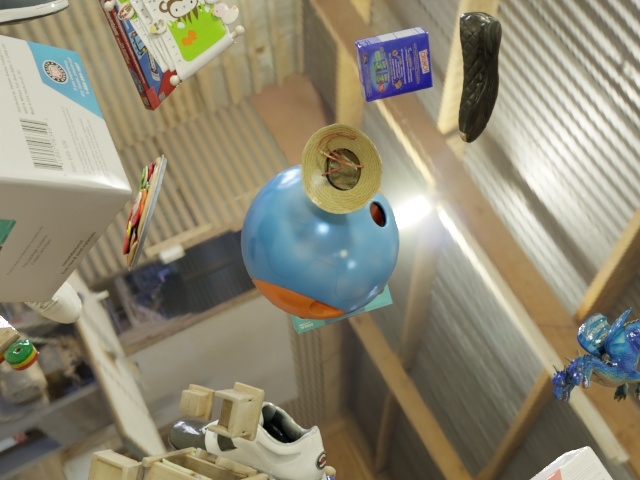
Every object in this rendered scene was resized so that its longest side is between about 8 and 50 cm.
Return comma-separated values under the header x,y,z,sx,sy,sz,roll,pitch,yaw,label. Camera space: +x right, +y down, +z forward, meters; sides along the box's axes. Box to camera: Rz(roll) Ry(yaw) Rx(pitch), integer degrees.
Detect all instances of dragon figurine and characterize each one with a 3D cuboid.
x,y,z,sx,sy,sz,roll,pitch,yaw,label
0.484,0.164,1.379,0.144,0.289,0.085,43,-27,-12,dragon figurine

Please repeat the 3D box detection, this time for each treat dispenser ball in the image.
x,y,z,sx,sy,sz,roll,pitch,yaw,label
0.000,0.000,1.533,0.288,0.288,0.288,61,-11,21,treat dispenser ball

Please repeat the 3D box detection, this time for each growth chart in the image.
x,y,z,sx,sy,sz,roll,pitch,yaw,label
-0.239,-0.372,1.390,0.237,0.172,0.021,51,10,21,growth chart

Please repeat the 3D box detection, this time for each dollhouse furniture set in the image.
x,y,z,sx,sy,sz,roll,pitch,yaw,label
-0.151,0.224,0.960,0.101,0.182,0.160,10,92,-61,dollhouse furniture set

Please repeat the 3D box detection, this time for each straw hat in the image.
x,y,z,sx,sy,sz,roll,pitch,yaw,label
0.040,-0.115,1.366,0.144,0.145,0.061,64,13,6,straw hat

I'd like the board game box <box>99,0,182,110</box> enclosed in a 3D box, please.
x,y,z,sx,sy,sz,roll,pitch,yaw,label
-0.339,-0.409,1.648,0.027,0.145,0.281,15,-37,27,board game box

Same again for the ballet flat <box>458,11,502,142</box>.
x,y,z,sx,sy,sz,roll,pitch,yaw,label
0.197,-0.206,1.071,0.049,0.057,0.173,28,-50,36,ballet flat

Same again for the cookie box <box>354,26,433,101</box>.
x,y,z,sx,sy,sz,roll,pitch,yaw,label
0.112,-0.269,1.284,0.040,0.107,0.091,-109,-172,-56,cookie box

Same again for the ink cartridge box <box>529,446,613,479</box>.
x,y,z,sx,sy,sz,roll,pitch,yaw,label
0.344,0.378,1.061,0.198,0.115,0.067,57,-23,12,ink cartridge box

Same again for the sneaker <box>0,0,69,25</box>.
x,y,z,sx,sy,sz,roll,pitch,yaw,label
-0.498,-0.412,1.295,0.086,0.226,0.163,-3,-73,37,sneaker

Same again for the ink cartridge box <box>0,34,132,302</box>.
x,y,z,sx,sy,sz,roll,pitch,yaw,label
-0.366,-0.072,0.796,0.197,0.270,0.198,-45,-122,33,ink cartridge box

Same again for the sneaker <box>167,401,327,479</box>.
x,y,z,sx,sy,sz,roll,pitch,yaw,label
-0.135,0.355,1.563,0.122,0.331,0.146,-32,127,-61,sneaker

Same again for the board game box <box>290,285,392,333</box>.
x,y,z,sx,sy,sz,roll,pitch,yaw,label
0.012,0.034,2.114,0.079,0.254,0.335,-155,-133,-80,board game box

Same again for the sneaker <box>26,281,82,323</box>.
x,y,z,sx,sy,sz,roll,pitch,yaw,label
-0.569,0.095,1.659,0.235,0.090,0.095,45,4,-27,sneaker

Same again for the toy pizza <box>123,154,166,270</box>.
x,y,z,sx,sy,sz,roll,pitch,yaw,label
-0.297,-0.048,1.393,0.201,0.032,0.201,-164,-90,-77,toy pizza

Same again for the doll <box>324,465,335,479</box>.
x,y,z,sx,sy,sz,roll,pitch,yaw,label
-0.028,0.514,1.581,0.189,0.129,0.046,-73,162,-44,doll

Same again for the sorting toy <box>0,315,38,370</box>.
x,y,z,sx,sy,sz,roll,pitch,yaw,label
-0.571,0.179,1.382,0.275,0.132,0.046,25,-32,42,sorting toy
